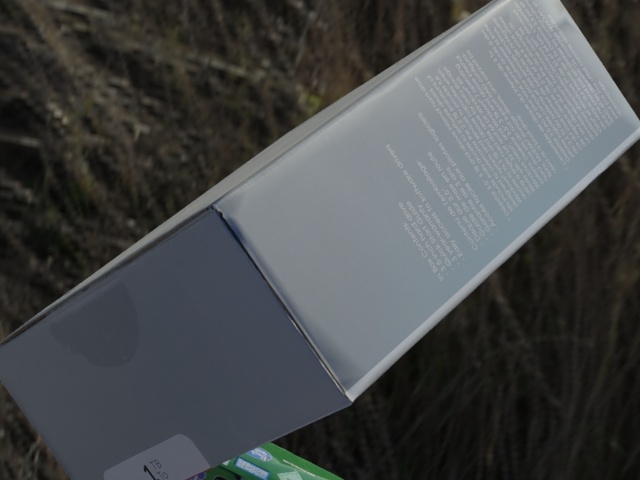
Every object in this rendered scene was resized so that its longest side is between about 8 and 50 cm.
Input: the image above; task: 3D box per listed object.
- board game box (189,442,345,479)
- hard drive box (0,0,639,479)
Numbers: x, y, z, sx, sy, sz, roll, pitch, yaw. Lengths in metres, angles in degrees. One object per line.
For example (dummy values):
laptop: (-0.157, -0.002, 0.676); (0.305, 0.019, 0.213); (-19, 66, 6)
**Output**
board game box: (0.015, 0.256, 1.144); (0.317, 0.213, 0.046); (26, 33, 2)
hard drive box: (0.000, 0.000, 0.764); (0.232, 0.181, 0.089); (-38, 95, -42)
